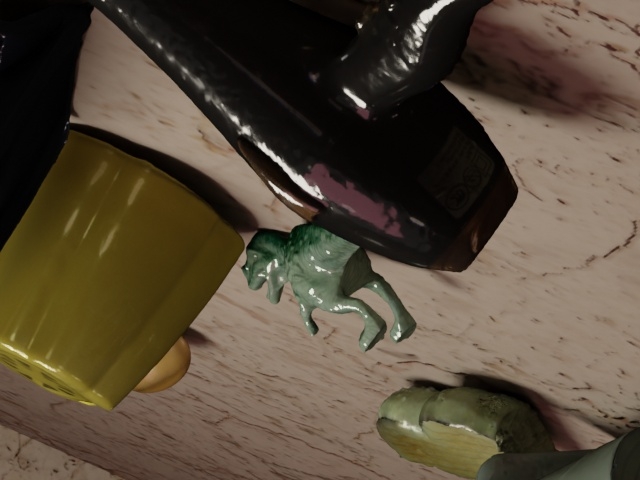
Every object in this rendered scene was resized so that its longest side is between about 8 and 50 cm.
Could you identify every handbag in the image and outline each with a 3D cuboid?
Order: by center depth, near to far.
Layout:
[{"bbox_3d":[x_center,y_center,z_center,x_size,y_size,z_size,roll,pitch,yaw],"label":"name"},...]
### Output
[{"bbox_3d":[-0.264,-0.031,1.308,0.118,0.269,0.325,26,164,-2],"label":"handbag"}]

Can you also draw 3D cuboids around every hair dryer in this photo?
[{"bbox_3d":[0.019,-0.131,0.979,0.304,0.120,0.359,40,152,-5],"label":"hair dryer"}]

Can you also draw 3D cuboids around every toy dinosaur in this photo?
[{"bbox_3d":[0.034,0.035,1.433,0.129,0.076,0.383,46,161,-11],"label":"toy dinosaur"}]

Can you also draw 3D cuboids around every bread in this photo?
[{"bbox_3d":[0.151,0.183,1.794,0.172,0.064,0.232,29,164,-12],"label":"bread"}]

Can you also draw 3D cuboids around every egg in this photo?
[{"bbox_3d":[-0.179,0.123,2.031,0.080,0.080,0.096,34,164,-33],"label":"egg"}]

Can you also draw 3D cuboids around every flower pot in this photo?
[{"bbox_3d":[-0.187,0.032,1.550,0.195,0.179,0.195,28,167,7],"label":"flower pot"}]

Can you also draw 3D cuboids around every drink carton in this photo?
[{"bbox_3d":[0.267,0.246,1.617,0.185,0.191,0.189,3,158,-27],"label":"drink carton"}]
